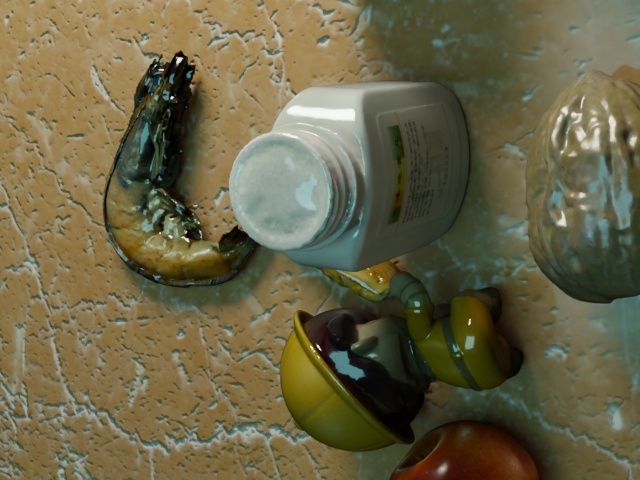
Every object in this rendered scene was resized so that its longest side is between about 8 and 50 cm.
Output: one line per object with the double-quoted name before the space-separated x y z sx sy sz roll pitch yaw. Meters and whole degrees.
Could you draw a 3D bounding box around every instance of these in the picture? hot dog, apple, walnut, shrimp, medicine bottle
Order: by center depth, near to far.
"walnut" 0.281 -0.054 1.286 0.178 0.178 0.230 -8 85 28
"medicine bottle" 0.038 -0.066 1.315 0.124 0.324 0.179 8 103 25
"apple" 0.150 0.271 1.414 0.139 0.163 0.163 45 116 5
"hot dog" 0.000 0.000 1.500 0.215 0.066 0.047 38 142 15
"shrimp" -0.157 -0.073 1.568 0.222 0.054 0.290 22 112 24

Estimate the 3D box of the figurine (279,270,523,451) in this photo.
"figurine" 0.076 0.135 1.413 0.256 0.167 0.192 -19 128 28
